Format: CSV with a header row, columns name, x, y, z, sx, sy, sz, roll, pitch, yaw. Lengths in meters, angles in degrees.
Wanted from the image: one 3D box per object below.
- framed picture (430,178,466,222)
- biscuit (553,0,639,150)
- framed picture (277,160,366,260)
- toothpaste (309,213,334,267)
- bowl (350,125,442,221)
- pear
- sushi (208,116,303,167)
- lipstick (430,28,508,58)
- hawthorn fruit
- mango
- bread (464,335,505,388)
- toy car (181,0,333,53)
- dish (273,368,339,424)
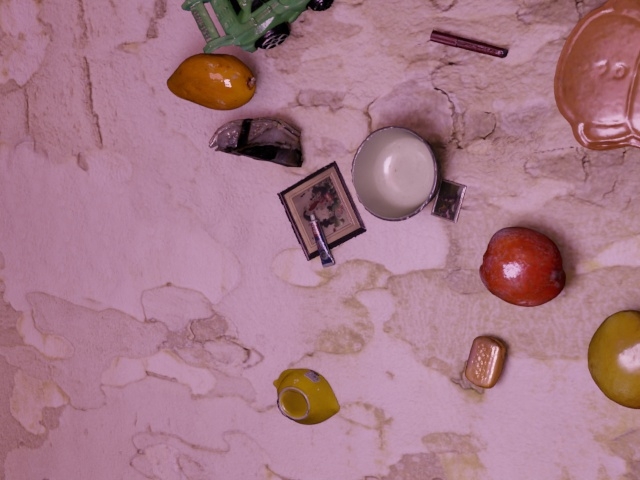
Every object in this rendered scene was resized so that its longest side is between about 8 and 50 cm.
name,x,y,z,sx,sy,sz,roll,pitch,yaw
framed picture,0.290,-0.090,1.690,0.066,0.007,0.089,22,107,28
biscuit,0.625,-0.325,1.422,0.352,0.057,0.311,6,101,31
framed picture,0.001,-0.071,1.870,0.195,0.010,0.199,-28,82,32
toothpaste,0.000,0.000,1.863,0.037,0.021,0.139,-15,96,32
bowl,0.187,-0.152,1.684,0.212,0.112,0.211,5,99,32
pear,0.612,0.226,1.428,0.200,0.200,0.199,5,99,31
sushi,-0.169,-0.262,1.901,0.273,0.134,0.109,15,91,44
lipstick,0.321,-0.424,1.617,0.177,0.027,0.027,23,108,26
hawthorn fruit,0.419,0.056,1.537,0.173,0.173,0.172,5,99,31
mango,-0.281,-0.402,1.907,0.317,0.177,0.119,3,71,44
bread,0.370,0.269,1.658,0.082,0.056,0.115,13,94,41
toy car,-0.138,-0.599,1.789,0.359,0.176,0.213,-29,82,31
dish,-0.056,0.410,1.930,0.208,0.080,0.148,13,103,28
